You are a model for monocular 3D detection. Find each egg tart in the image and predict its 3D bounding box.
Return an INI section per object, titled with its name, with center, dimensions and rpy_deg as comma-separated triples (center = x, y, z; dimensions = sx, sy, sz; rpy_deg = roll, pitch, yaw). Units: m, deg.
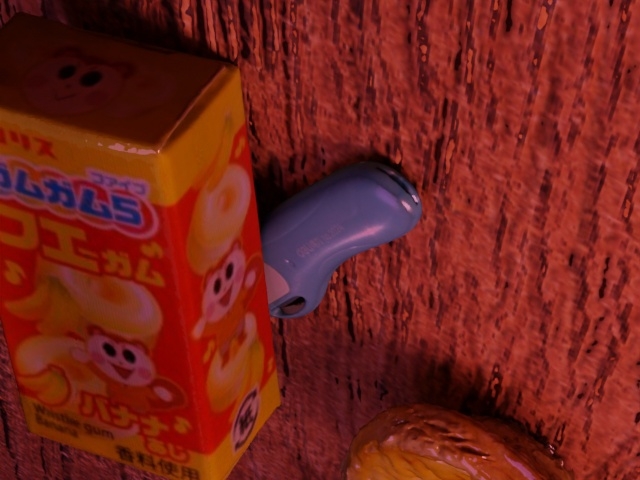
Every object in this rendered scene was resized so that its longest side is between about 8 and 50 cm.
[egg tart]
center = 0.099, 0.170, 1.218
dimensions = 0.191, 0.074, 0.191
rpy_deg = 28, 140, 26

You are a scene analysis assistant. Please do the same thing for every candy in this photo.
[candy]
center = -0.113, 0.012, 1.137
dimensions = 0.146, 0.088, 0.276
rpy_deg = 17, 136, 21

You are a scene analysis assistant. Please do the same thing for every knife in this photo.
[knife]
center = 0.000, 0.000, 1.126
dimensions = 0.064, 0.031, 0.222
rpy_deg = 43, 152, -6
